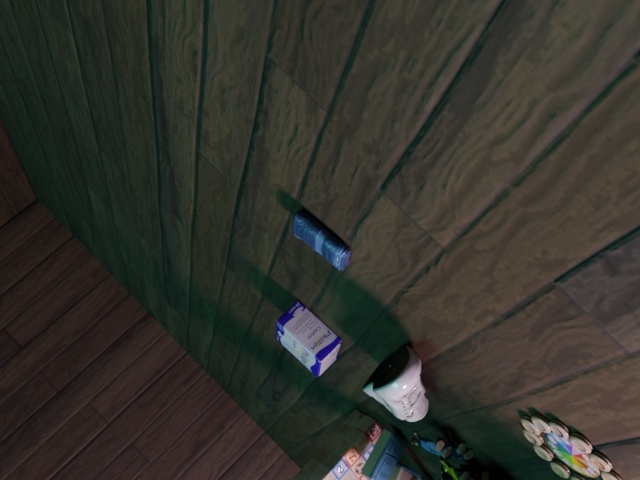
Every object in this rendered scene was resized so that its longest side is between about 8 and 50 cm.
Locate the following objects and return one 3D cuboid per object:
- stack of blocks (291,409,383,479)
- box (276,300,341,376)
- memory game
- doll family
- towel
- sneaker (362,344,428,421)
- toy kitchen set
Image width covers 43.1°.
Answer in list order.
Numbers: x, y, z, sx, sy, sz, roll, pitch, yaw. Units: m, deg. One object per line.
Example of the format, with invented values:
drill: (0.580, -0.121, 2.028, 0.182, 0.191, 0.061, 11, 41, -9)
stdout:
stack of blocks: (0.055, 0.595, 2.024, 0.087, 0.297, 0.171, 14, 143, 53)
box: (-0.028, 0.222, 1.817, 0.137, 0.072, 0.126, 41, 160, 15)
memory game: (0.396, 0.345, 1.285, 0.186, 0.012, 0.186, 40, 159, 19)
doll family: (0.265, 0.452, 1.674, 0.193, 0.076, 0.111, 56, 163, -12)
towel: (0.000, 0.000, 1.404, 0.119, 0.029, 0.067, 40, 158, 18)
sneaker: (0.164, 0.274, 1.509, 0.123, 0.106, 0.290, 38, 169, 5)
toy kitchen set: (0.237, 0.560, 1.916, 0.207, 0.122, 0.166, 35, 168, -33)
